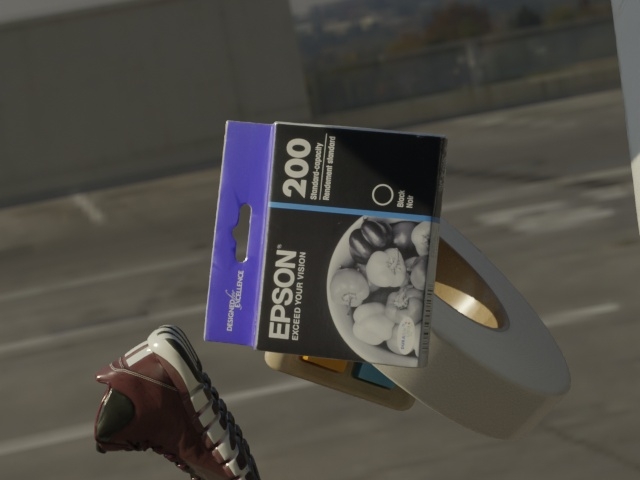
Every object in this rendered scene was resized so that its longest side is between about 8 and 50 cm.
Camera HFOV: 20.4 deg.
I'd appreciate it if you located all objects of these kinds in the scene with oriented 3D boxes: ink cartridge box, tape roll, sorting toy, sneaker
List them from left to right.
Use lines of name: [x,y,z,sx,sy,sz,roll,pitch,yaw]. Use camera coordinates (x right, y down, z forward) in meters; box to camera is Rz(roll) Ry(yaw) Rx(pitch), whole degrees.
sneaker: [-0.187,0.253,2.203,0.163,0.281,0.106,-27,12,3]
ink cartridge box: [0.000,0.000,1.567,0.208,0.206,0.045,5,-1,14]
sorting toy: [0.054,0.096,2.204,0.208,0.193,0.038,20,-4,-23]
tape roll: [0.097,0.046,1.850,0.072,0.392,0.392,-49,-6,16]

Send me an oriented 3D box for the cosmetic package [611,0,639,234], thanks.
cosmetic package: [0.423,-0.214,1.747,0.230,0.453,0.161,8,-34,-11]
